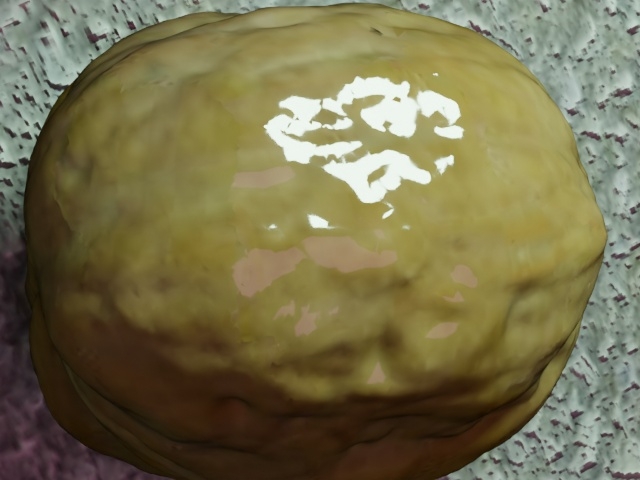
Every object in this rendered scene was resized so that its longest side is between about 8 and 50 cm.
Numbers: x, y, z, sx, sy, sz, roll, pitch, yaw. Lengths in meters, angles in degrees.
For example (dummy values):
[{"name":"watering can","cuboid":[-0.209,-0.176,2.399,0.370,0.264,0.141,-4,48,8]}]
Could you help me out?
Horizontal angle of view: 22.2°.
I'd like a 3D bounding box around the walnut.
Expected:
[{"name":"walnut","cuboid":[0.001,0.003,0.937,0.344,0.306,0.306,-13,101,-16]}]
